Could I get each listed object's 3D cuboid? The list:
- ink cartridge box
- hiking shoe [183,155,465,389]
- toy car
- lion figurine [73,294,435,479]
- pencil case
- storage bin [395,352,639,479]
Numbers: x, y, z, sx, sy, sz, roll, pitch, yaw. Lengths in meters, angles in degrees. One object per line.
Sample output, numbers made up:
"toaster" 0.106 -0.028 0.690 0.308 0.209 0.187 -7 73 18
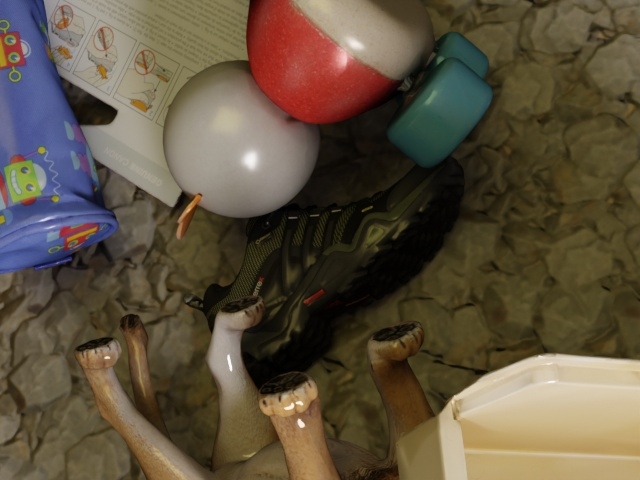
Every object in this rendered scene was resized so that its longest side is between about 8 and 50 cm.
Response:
"ink cartridge box" -0.154 -0.188 1.004 0.275 0.060 0.239 31 99 27
"hiking shoe" 0.000 0.000 0.853 0.227 0.086 0.114 -41 65 0
"toy car" -0.035 -0.101 0.844 0.219 0.210 0.238 40 109 -8
"lion figurine" -0.011 0.170 0.731 0.142 0.240 0.392 -25 18 -26
"pencil case" -0.258 -0.121 0.949 0.119 0.133 0.306 -17 75 -7
"storage bin" 0.182 0.201 0.543 0.260 0.123 0.262 7 64 -22
